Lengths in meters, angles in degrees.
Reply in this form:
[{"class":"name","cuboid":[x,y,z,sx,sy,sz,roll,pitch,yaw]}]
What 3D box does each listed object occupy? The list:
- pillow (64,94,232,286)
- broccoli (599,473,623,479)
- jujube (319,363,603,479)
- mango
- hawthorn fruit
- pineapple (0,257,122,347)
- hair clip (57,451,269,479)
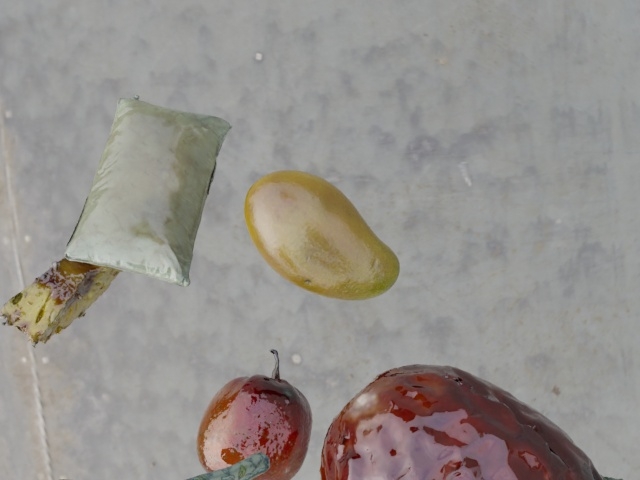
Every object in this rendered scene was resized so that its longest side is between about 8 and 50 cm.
[{"class":"pillow","cuboid":[-0.252,-0.086,1.147,0.185,0.075,0.302,12,63,-3]},{"class":"broccoli","cuboid":[0.341,0.465,0.938,0.302,0.249,0.375,-44,41,-7]},{"class":"jujube","cuboid":[0.126,0.225,0.573,0.290,0.197,0.197,47,115,12]},{"class":"mango","cuboid":[0.000,0.000,0.988,0.227,0.099,0.136,36,97,-8]},{"class":"hawthorn fruit","cuboid":[-0.086,0.250,1.076,0.157,0.157,0.194,10,76,27]},{"class":"pineapple","cuboid":[-0.381,0.074,1.161,0.079,0.233,0.135,46,151,-3]},{"class":"hair clip","cuboid":[-0.151,0.228,0.698,0.066,0.229,0.036,111,147,-41]}]
